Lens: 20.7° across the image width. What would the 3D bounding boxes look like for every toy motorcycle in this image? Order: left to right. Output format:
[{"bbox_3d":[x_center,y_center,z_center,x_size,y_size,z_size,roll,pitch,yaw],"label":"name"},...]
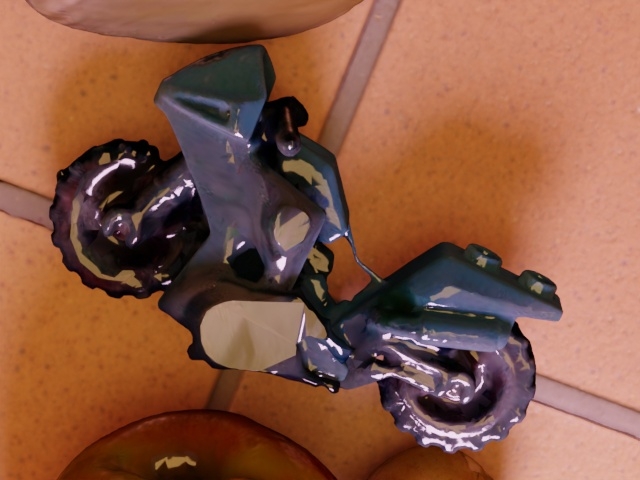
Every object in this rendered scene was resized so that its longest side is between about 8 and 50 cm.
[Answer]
[{"bbox_3d":[0.000,0.000,1.372,0.416,0.172,0.232,27,104,-1],"label":"toy motorcycle"}]

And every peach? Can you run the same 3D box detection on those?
[{"bbox_3d":[-0.098,0.301,1.366,0.308,0.308,0.332,2,108,-6],"label":"peach"}]

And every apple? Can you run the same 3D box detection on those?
[{"bbox_3d":[0.094,0.245,1.453,0.146,0.146,0.146,-1,101,-5],"label":"apple"}]

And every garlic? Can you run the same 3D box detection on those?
[{"bbox_3d":[-0.111,-0.222,1.286,0.338,0.196,0.151,-5,94,-30],"label":"garlic"}]
